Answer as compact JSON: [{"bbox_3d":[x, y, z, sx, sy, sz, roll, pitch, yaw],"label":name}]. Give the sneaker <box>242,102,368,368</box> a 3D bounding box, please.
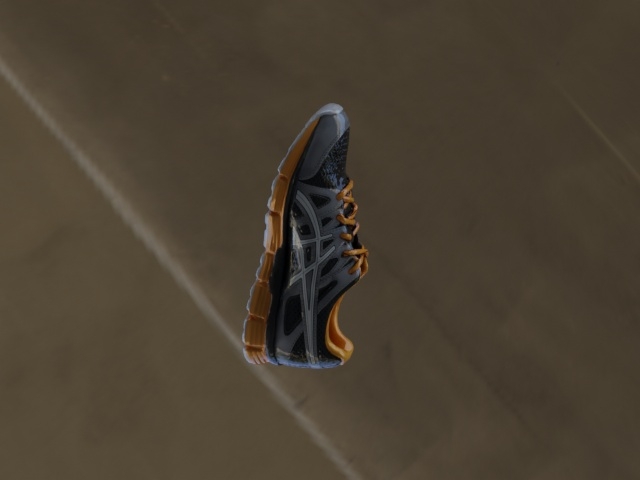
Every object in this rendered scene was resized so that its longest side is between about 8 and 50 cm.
[{"bbox_3d":[0.000,0.000,1.362,0.083,0.084,0.215,14,-70,10],"label":"sneaker"}]
